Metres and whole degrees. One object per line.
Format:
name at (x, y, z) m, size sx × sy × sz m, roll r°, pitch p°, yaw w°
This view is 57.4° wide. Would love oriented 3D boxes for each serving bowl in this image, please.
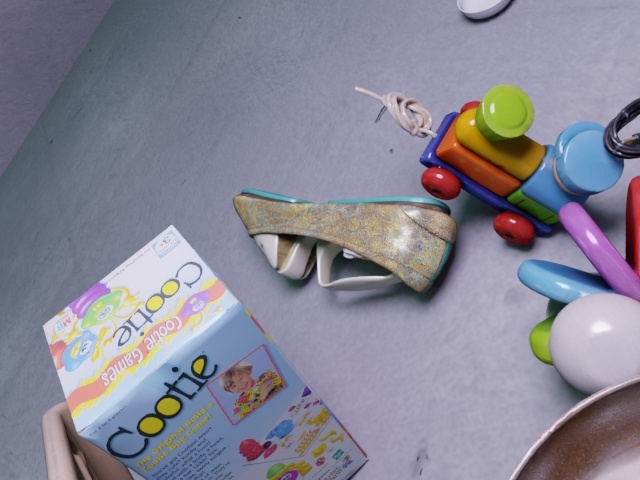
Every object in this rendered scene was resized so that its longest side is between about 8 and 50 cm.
serving bowl at (0.236, -0.342, 0.821) m, size 0.083 × 0.027 × 0.083 m, roll -21°, pitch 50°, yaw 27°

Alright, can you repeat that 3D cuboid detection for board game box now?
board game box at (-0.093, 0.146, 0.541) m, size 0.144 × 0.275 × 0.142 m, roll -39°, pitch 41°, yaw -10°

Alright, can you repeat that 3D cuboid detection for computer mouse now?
computer mouse at (0.347, -0.104, 0.486) m, size 0.242 × 0.041 × 0.071 m, roll -11°, pitch 69°, yaw -3°

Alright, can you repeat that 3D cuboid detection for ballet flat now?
ballet flat at (0.000, 0.000, 0.716) m, size 0.348 × 0.123 × 0.123 m, roll 7°, pitch 66°, yaw 42°

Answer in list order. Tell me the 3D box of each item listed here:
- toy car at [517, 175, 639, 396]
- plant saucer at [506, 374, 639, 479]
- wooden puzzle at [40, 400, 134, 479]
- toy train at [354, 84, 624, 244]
toy car at (0.234, 0.025, 0.441) m, size 0.182 × 0.159 × 0.136 m, roll -28°, pitch 86°, yaw 22°
plant saucer at (0.238, 0.218, 0.296) m, size 0.310 × 0.050 × 0.311 m, roll -11°, pitch 57°, yaw 17°
wooden puzzle at (-0.115, 0.292, 0.380) m, size 0.080 × 0.322 × 0.348 m, roll -28°, pitch 11°, yaw -20°
toy train at (0.145, -0.103, 0.550) m, size 0.105 × 0.248 × 0.143 m, roll -58°, pitch 0°, yaw -11°
